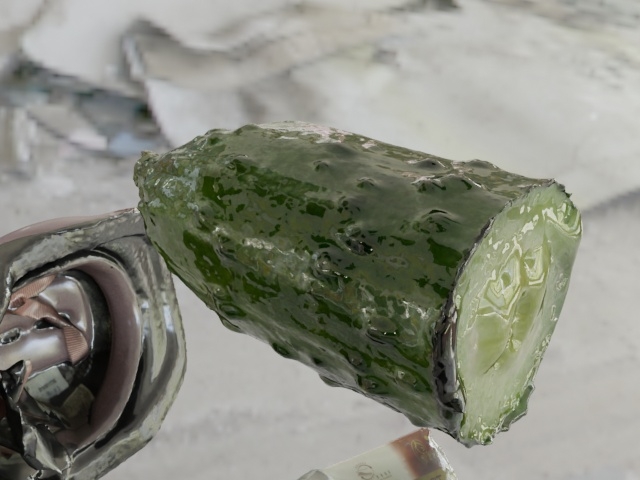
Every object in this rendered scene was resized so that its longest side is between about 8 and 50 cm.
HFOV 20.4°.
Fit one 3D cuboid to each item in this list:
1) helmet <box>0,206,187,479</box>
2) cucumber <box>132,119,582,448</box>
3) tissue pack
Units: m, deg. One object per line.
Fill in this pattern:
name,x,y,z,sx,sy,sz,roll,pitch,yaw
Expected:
helmet,-0.217,0.084,1.283,0.154,0.198,0.253,-1,26,21
cucumber,-0.002,0.000,0.866,0.244,0.134,0.134,21,29,32
tissue pack,0.040,0.222,1.402,0.148,0.099,0.106,-15,72,-52
